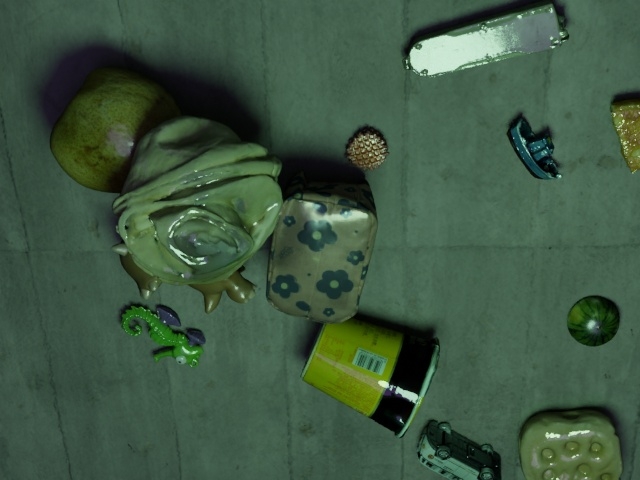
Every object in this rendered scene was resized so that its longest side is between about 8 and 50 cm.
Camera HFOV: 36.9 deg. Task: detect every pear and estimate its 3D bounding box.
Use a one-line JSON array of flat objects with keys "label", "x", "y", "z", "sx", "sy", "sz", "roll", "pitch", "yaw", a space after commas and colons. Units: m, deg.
[{"label": "pear", "x": -0.352, "y": -0.183, "z": 1.699, "sx": 0.211, "sy": 0.188, "sz": 0.228, "roll": 34, "pitch": 114, "yaw": -2}]

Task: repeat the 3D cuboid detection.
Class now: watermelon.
[{"label": "watermelon", "x": 0.546, "y": 0.167, "z": 1.900, "sx": 0.105, "sy": 0.062, "sz": 0.105, "roll": -1, "pitch": 110, "yaw": -2}]

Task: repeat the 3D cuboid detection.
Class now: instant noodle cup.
[{"label": "instant noodle cup", "x": 0.094, "y": 0.252, "z": 1.901, "sx": 0.236, "sy": 0.215, "sz": 0.215, "roll": 23, "pitch": 116, "yaw": -1}]

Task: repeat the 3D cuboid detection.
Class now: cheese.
[{"label": "cheese", "x": 0.531, "y": 0.444, "z": 2.011, "sx": 0.235, "sy": 0.117, "sz": 0.218, "roll": 41, "pitch": 111, "yaw": -15}]

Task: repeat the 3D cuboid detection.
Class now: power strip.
[{"label": "power strip", "x": 0.282, "y": -0.344, "z": 1.663, "sx": 0.286, "sy": 0.048, "sz": 0.080, "roll": -14, "pitch": 113, "yaw": 10}]

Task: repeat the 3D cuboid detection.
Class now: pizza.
[{"label": "pizza", "x": 0.583, "y": -0.191, "z": 1.726, "sx": 0.175, "sy": 0.046, "sz": 0.134, "roll": 28, "pitch": 114, "yaw": -10}]

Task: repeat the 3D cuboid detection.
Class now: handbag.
[{"label": "handbag", "x": 0.000, "y": 0.000, "z": 1.773, "sx": 0.190, "sy": 0.193, "sz": 0.251, "roll": 11, "pitch": 117, "yaw": 0}]

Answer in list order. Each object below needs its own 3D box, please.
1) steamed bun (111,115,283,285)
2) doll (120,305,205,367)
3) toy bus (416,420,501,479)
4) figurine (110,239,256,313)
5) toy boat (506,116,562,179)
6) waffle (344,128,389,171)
[{"label": "steamed bun", "x": -0.194, "y": -0.050, "z": 1.606, "sx": 0.268, "sy": 0.207, "sz": 0.280, "roll": 17, "pitch": 114, "yaw": -34}, {"label": "doll", "x": -0.323, "y": 0.198, "z": 1.971, "sx": 0.190, "sy": 0.050, "sz": 0.115, "roll": 40, "pitch": 105, "yaw": -14}, {"label": "toy bus", "x": 0.292, "y": 0.468, "z": 2.055, "sx": 0.194, "sy": 0.087, "sz": 0.089, "roll": 29, "pitch": 124, "yaw": -13}, {"label": "figurine", "x": -0.276, "y": 0.050, "z": 1.821, "sx": 0.173, "sy": 0.177, "sz": 0.247, "roll": -44, "pitch": 115, "yaw": 2}, {"label": "toy boat", "x": 0.394, "y": -0.164, "z": 1.741, "sx": 0.061, "sy": 0.060, "sz": 0.137, "roll": -21, "pitch": 112, "yaw": 36}, {"label": "waffle", "x": 0.086, "y": -0.165, "z": 1.775, "sx": 0.075, "sy": 0.029, "sz": 0.083, "roll": 32, "pitch": 117, "yaw": -9}]
